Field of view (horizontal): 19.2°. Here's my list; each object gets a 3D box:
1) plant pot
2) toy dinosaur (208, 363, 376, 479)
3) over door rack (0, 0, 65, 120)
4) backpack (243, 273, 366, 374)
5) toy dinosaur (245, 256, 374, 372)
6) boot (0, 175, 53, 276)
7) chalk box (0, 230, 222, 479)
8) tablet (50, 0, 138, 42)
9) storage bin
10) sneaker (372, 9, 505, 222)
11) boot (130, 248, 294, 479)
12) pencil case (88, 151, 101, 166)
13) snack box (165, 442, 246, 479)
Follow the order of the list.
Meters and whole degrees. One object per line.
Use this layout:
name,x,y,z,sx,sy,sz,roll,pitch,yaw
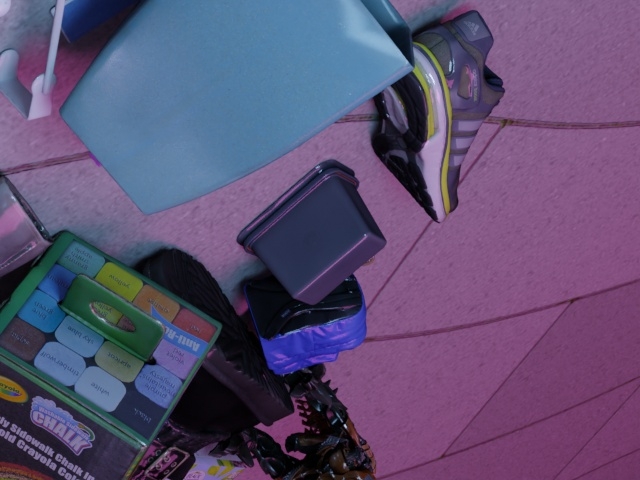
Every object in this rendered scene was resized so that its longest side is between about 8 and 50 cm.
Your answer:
plant pot,-0.071,-0.137,1.433,0.234,0.166,0.165,-38,-168,12
toy dinosaur,-0.007,0.262,2.240,0.164,0.218,0.322,-48,-160,-12
over door rack,-0.250,-0.162,1.286,0.239,0.108,0.324,-17,151,-35
backpack,-0.011,0.082,2.014,0.120,0.098,0.101,-18,141,-4
toy dinosaur,-0.030,0.087,2.115,0.268,0.064,0.118,-42,141,17
boot,-0.327,0.045,1.638,0.208,0.076,0.190,-38,159,-10
chalk box,-0.221,0.128,1.714,0.289,0.180,0.179,-56,-178,40
tablet,-0.168,-0.188,1.472,0.083,0.006,0.054,-32,157,-4
storage bin,0.000,0.000,1.949,0.135,0.091,0.098,-39,156,12
sneaker,0.127,-0.118,1.881,0.121,0.111,0.300,-34,159,-12
boot,-0.191,0.164,1.958,0.260,0.131,0.348,-27,147,4
pencil case,-0.128,-0.121,1.581,0.152,0.064,0.070,-48,170,26
snack box,-0.212,0.293,2.246,0.174,0.070,0.207,-41,157,15
